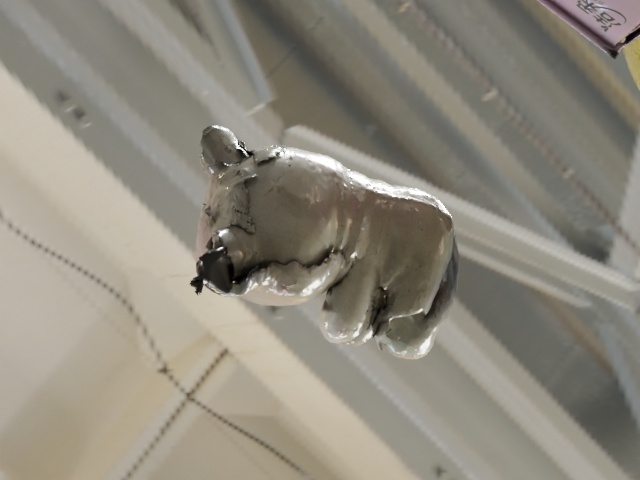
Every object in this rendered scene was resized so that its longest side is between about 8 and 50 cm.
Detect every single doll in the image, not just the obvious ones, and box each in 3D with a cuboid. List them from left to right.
[{"bbox_3d":[0.000,0.000,1.068,0.192,0.095,0.149,14,-138,-22],"label":"doll"}]

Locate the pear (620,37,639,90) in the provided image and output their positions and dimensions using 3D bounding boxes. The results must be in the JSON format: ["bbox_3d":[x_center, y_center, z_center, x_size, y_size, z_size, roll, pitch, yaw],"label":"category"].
[{"bbox_3d":[0.296,-0.259,1.124,0.191,0.340,0.386,19,-71,-5],"label":"pear"}]

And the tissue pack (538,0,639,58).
[{"bbox_3d":[0.117,-0.238,0.920,0.246,0.092,0.148,36,-118,-6],"label":"tissue pack"}]
